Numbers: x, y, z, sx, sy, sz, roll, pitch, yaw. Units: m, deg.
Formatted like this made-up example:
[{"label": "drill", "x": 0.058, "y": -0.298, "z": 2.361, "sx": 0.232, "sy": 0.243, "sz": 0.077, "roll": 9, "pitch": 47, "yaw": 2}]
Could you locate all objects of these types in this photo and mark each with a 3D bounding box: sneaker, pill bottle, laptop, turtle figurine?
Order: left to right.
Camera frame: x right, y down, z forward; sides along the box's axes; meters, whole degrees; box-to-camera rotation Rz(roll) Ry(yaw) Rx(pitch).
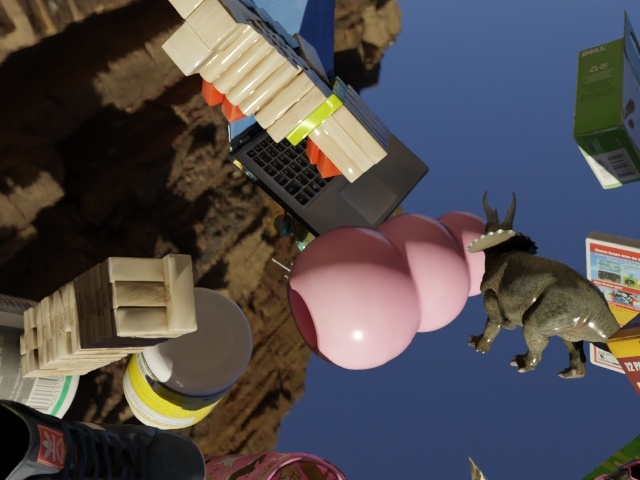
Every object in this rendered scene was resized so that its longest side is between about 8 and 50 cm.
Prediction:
[{"label": "pill bottle", "x": -0.534, "y": 0.158, "z": 1.125, "sx": 0.204, "sy": 0.361, "sz": 0.204, "roll": -13, "pitch": -111, "yaw": 36}, {"label": "sneaker", "x": -0.258, "y": 0.220, "z": 0.794, "sx": 0.350, "sy": 0.148, "sz": 0.131, "roll": 5, "pitch": -128, "yaw": -33}, {"label": "pill bottle", "x": -0.253, "y": 0.230, "z": 1.479, "sx": 0.188, "sy": 0.334, "sz": 0.188, "roll": 10, "pitch": -120, "yaw": -18}, {"label": "turtle figurine", "x": 0.000, "y": 0.000, "z": 1.432, "sx": 0.234, "sy": 0.118, "sz": 0.175, "roll": 19, "pitch": -106, "yaw": 3}, {"label": "laptop", "x": 0.032, "y": -0.246, "z": 1.360, "sx": 0.408, "sy": 0.236, "sz": 0.382, "roll": 43, "pitch": -140, "yaw": 1}, {"label": "sneaker", "x": 0.361, "y": 0.267, "z": 0.928, "sx": 0.119, "sy": 0.057, "sz": 0.047, "roll": -2, "pitch": -133, "yaw": -48}]

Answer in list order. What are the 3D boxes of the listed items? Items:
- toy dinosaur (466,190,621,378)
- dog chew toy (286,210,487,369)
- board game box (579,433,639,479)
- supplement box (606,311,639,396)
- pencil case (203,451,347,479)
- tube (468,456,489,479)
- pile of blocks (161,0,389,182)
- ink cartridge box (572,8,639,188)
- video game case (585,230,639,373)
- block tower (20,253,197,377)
[{"label": "toy dinosaur", "x": 0.275, "y": 0.079, "z": 1.013, "sx": 0.121, "sy": 0.160, "sz": 0.313, "roll": -14, "pitch": -143, "yaw": -31}, {"label": "dog chew toy", "x": 0.122, "y": 0.055, "z": 1.196, "sx": 0.332, "sy": 0.206, "sz": 0.206, "roll": -20, "pitch": -140, "yaw": -18}, {"label": "board game box", "x": 0.432, "y": 0.297, "z": 1.028, "sx": 0.259, "sy": 0.039, "sz": 0.124, "roll": -36, "pitch": -150, "yaw": 1}, {"label": "supplement box", "x": 0.437, "y": 0.124, "z": 0.822, "sx": 0.194, "sy": 0.191, "sz": 0.129, "roll": -31, "pitch": 179, "yaw": -23}, {"label": "pencil case", "x": -0.125, "y": 0.381, "z": 1.147, "sx": 0.386, "sy": 0.160, "sz": 0.167, "roll": -22, "pitch": -131, "yaw": 48}, {"label": "tube", "x": 0.276, "y": 0.446, "z": 1.222, "sx": 0.062, "sy": 0.240, "sz": 0.070, "roll": -20, "pitch": 177, "yaw": -42}, {"label": "pile of blocks", "x": -0.064, "y": -0.188, "z": 0.994, "sx": 0.112, "sy": 0.362, "sz": 0.149, "roll": -39, "pitch": -141, "yaw": 20}, {"label": "ink cartridge box", "x": 0.377, "y": -0.183, "z": 1.050, "sx": 0.062, "sy": 0.109, "sz": 0.209, "roll": -12, "pitch": -132, "yaw": 35}, {"label": "video game case", "x": 0.541, "y": 0.123, "z": 1.339, "sx": 0.204, "sy": 0.285, "sz": 0.025, "roll": 15, "pitch": -135, "yaw": 36}, {"label": "block tower", "x": -0.276, "y": 0.100, "z": 1.014, "sx": 0.097, "sy": 0.335, "sz": 0.091, "roll": 3, "pitch": -108, "yaw": -39}]
